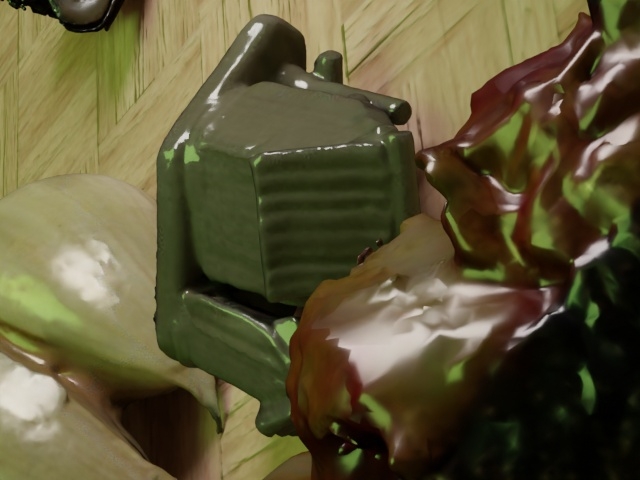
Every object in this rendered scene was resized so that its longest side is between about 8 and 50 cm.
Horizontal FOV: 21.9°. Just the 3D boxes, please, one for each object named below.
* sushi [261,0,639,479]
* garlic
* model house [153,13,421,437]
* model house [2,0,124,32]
[{"bbox_3d":[0.116,0.023,0.504,0.343,0.196,0.182,-46,75,0],"label":"sushi"},{"bbox_3d":[-0.196,0.106,1.179,0.249,0.286,0.313,58,164,-16],"label":"garlic"},{"bbox_3d":[-0.009,0.000,0.930,0.188,0.122,0.229,23,116,49],"label":"model house"},{"bbox_3d":[-0.198,-0.276,1.396,0.203,0.141,0.164,-60,5,-5],"label":"model house"}]
